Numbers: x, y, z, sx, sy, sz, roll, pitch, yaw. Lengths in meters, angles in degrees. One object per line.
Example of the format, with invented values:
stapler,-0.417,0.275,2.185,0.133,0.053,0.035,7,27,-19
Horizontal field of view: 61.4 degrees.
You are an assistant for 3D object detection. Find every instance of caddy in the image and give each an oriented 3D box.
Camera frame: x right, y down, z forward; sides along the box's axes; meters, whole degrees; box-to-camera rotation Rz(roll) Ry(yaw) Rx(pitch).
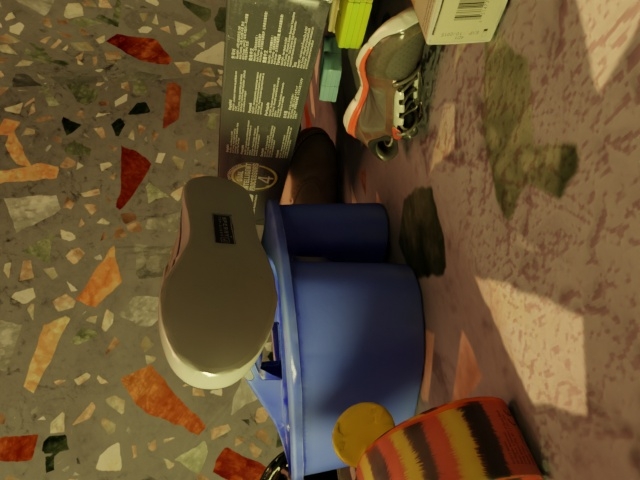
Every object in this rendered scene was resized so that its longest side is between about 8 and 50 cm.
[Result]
caddy,-0.008,0.112,0.612,0.241,0.179,0.342,-107,14,-52

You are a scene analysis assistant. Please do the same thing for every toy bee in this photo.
toy bee,0.044,0.236,0.383,0.195,0.162,0.299,-121,27,-69

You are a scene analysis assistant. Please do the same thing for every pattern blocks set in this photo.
pattern blocks set,0.030,-0.281,0.433,0.325,0.026,0.286,114,158,-73

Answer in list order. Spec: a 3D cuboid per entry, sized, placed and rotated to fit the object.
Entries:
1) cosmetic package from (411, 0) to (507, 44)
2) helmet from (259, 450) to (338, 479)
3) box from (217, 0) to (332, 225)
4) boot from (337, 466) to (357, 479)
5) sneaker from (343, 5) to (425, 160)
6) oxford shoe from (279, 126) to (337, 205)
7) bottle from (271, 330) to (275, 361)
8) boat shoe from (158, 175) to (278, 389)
cosmetic package,0.073,-0.176,0.314,0.060,0.041,0.115,96,166,-57
helmet,-0.013,0.431,0.885,0.161,0.169,0.170,41,-152,-45
box,-0.063,-0.245,0.648,0.395,0.097,0.319,114,158,-62
boot,0.047,0.374,0.772,0.190,0.075,0.209,119,141,-51
sneaker,0.065,-0.118,0.434,0.065,0.061,0.158,55,165,13
oxford shoe,0.000,0.000,0.854,0.130,0.122,0.349,29,125,42
bottle,-0.055,0.202,1.239,0.092,0.118,0.283,-87,-6,-76
boat shoe,-0.103,0.040,0.497,0.268,0.096,0.088,-111,33,-51
